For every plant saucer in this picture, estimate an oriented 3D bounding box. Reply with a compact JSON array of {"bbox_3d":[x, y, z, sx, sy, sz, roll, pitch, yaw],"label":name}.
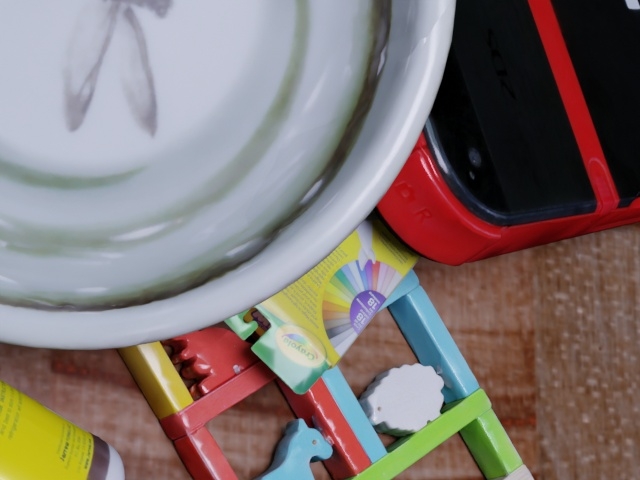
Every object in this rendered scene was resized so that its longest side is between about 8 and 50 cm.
[{"bbox_3d":[-0.128,-0.139,1.023,0.400,0.100,0.400,0,86,0],"label":"plant saucer"}]

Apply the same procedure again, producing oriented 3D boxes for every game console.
[{"bbox_3d":[0.098,-0.184,1.192,0.342,0.060,0.386,-11,80,-53],"label":"game console"}]

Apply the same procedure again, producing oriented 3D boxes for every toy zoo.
[{"bbox_3d":[-0.013,0.070,1.120,0.192,0.030,0.293,-32,92,-32],"label":"toy zoo"}]

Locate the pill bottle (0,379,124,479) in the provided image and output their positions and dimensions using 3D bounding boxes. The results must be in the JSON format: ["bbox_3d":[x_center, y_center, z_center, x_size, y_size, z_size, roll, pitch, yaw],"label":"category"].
[{"bbox_3d":[-0.216,0.108,0.947,0.215,0.117,0.117,33,63,-17],"label":"pill bottle"}]

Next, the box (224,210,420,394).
[{"bbox_3d":[0.000,0.000,1.104,0.105,0.043,0.179,47,56,-10],"label":"box"}]
